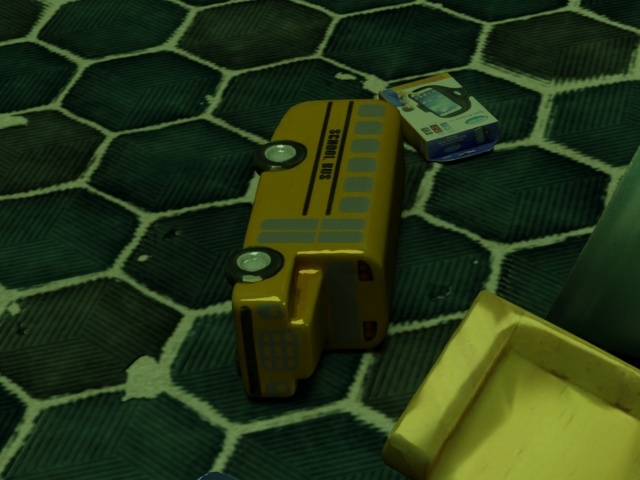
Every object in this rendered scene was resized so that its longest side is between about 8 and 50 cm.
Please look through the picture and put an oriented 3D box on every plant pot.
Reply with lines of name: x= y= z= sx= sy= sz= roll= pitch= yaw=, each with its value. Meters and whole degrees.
plant pot: x=0.332 y=-0.015 z=1.472 sx=0.196 sy=0.293 sz=0.293 roll=29 pitch=41 yaw=7

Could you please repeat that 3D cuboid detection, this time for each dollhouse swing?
dollhouse swing: x=0.179 y=0.250 z=1.045 sx=0.347 sy=0.315 sz=0.305 roll=27 pitch=84 yaw=14

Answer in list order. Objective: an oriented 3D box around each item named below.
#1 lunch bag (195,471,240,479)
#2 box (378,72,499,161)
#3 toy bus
lunch bag: x=-0.065 y=0.216 z=1.344 sx=0.098 sy=0.065 sz=0.067 roll=19 pitch=41 yaw=34
box: x=0.122 y=-0.124 z=1.866 sx=0.081 sy=0.028 sz=0.136 roll=-17 pitch=33 yaw=-16
toy bus: x=0.000 y=0.000 z=1.626 sx=0.130 sy=0.108 sz=0.332 roll=0 pitch=33 yaw=7
